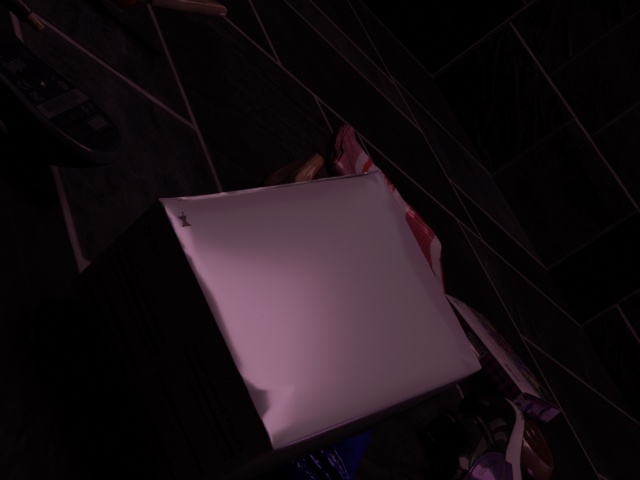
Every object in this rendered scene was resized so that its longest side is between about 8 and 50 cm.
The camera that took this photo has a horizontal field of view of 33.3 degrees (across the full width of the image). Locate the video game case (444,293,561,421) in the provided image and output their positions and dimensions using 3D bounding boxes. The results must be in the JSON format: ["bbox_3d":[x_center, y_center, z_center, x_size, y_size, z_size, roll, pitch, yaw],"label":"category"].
[{"bbox_3d":[0.315,0.211,1.905,0.232,0.042,0.210,53,14,31],"label":"video game case"}]

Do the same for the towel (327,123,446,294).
[{"bbox_3d":[0.130,-0.057,1.991,0.329,0.037,0.237,50,17,-16],"label":"towel"}]

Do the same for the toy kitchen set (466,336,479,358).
[{"bbox_3d":[0.103,0.121,1.475,0.166,0.122,0.207,53,-4,-2],"label":"toy kitchen set"}]

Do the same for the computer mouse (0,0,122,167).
[{"bbox_3d":[-0.286,-0.158,0.984,0.262,0.060,0.184,40,23,-8],"label":"computer mouse"}]

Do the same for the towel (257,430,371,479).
[{"bbox_3d":[-0.060,0.108,1.043,0.308,0.076,0.227,54,17,-1],"label":"towel"}]

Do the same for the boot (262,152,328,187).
[{"bbox_3d":[0.000,0.000,1.474,0.207,0.090,0.248,63,12,-16],"label":"boot"}]

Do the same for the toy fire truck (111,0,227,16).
[{"bbox_3d":[-0.252,-0.382,1.402,0.246,0.158,0.217,58,11,-34],"label":"toy fire truck"}]

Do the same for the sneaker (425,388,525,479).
[{"bbox_3d":[0.203,0.258,1.445,0.124,0.107,0.283,45,18,-12],"label":"sneaker"}]

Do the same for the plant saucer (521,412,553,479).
[{"bbox_3d":[0.351,0.337,1.834,0.168,0.029,0.168,49,17,-20],"label":"plant saucer"}]

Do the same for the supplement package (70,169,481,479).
[{"bbox_3d":[-0.031,0.072,0.886,0.262,0.145,0.204,-11,70,-47],"label":"supplement package"}]
